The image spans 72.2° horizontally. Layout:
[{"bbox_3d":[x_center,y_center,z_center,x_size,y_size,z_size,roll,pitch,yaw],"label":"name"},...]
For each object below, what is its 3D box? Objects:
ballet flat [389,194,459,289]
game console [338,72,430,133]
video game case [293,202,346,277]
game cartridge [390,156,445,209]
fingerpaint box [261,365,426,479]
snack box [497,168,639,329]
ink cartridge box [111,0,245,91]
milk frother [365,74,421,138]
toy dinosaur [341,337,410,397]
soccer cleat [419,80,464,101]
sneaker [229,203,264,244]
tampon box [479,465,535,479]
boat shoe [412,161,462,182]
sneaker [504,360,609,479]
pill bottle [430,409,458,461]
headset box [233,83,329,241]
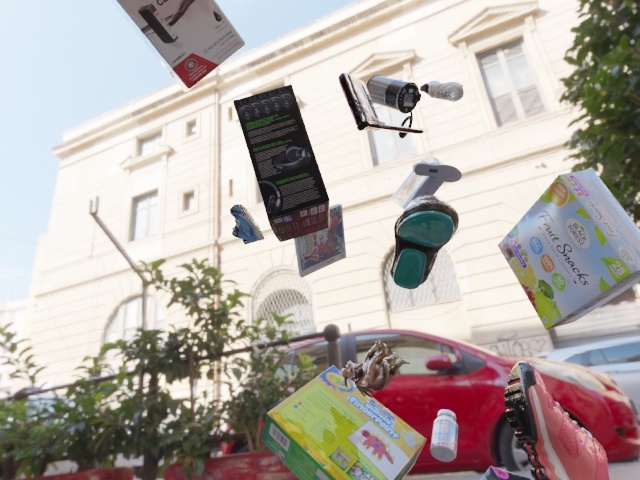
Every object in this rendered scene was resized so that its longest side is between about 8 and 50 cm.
[{"bbox_3d":[0.301,-0.025,1.313,0.164,0.182,0.482,16,-29,9],"label":"ballet flat"},{"bbox_3d":[0.101,-0.206,0.670,0.085,0.124,0.144,-20,6,21],"label":"game console"},{"bbox_3d":[0.000,0.000,1.405,0.183,0.023,0.201,-23,-58,-27],"label":"video game case"},{"bbox_3d":[0.329,-0.187,1.463,0.062,0.198,0.297,32,10,-6],"label":"game cartridge"},{"bbox_3d":[0.080,0.709,1.554,0.371,0.445,0.163,-22,-46,-46],"label":"fingerpaint box"},{"bbox_3d":[0.391,0.020,0.694,0.070,0.174,0.207,-11,-31,-15],"label":"snack box"},{"bbox_3d":[-0.359,-0.555,1.117,0.197,0.114,0.273,-42,-66,-7],"label":"ink cartridge box"},{"bbox_3d":[0.203,-0.379,1.243,0.129,0.135,0.143,10,-72,-43],"label":"milk frother"},{"bbox_3d":[0.181,0.447,1.469,0.127,0.200,0.296,38,-8,-2],"label":"toy dinosaur"},{"bbox_3d":[0.417,-0.512,1.507,0.076,0.196,0.068,-15,-62,-14],"label":"soccer cleat"},{"bbox_3d":[-0.210,-0.034,1.188,0.073,0.063,0.162,-29,-35,-2],"label":"sneaker"},{"bbox_3d":[0.333,0.477,0.710,0.120,0.161,0.101,24,-75,-16],"label":"tampon box"},{"bbox_3d":[0.330,-0.199,1.246,0.142,0.040,0.049,10,-68,-5],"label":"boat shoe"},{"bbox_3d":[0.462,0.386,0.843,0.136,0.313,0.116,-11,-20,-5],"label":"sneaker"},{"bbox_3d":[0.440,0.684,1.549,0.087,0.160,0.087,10,-55,16],"label":"pill bottle"},{"bbox_3d":[-0.081,-0.165,0.977,0.131,0.283,0.246,-17,-10,-3],"label":"headset box"}]
